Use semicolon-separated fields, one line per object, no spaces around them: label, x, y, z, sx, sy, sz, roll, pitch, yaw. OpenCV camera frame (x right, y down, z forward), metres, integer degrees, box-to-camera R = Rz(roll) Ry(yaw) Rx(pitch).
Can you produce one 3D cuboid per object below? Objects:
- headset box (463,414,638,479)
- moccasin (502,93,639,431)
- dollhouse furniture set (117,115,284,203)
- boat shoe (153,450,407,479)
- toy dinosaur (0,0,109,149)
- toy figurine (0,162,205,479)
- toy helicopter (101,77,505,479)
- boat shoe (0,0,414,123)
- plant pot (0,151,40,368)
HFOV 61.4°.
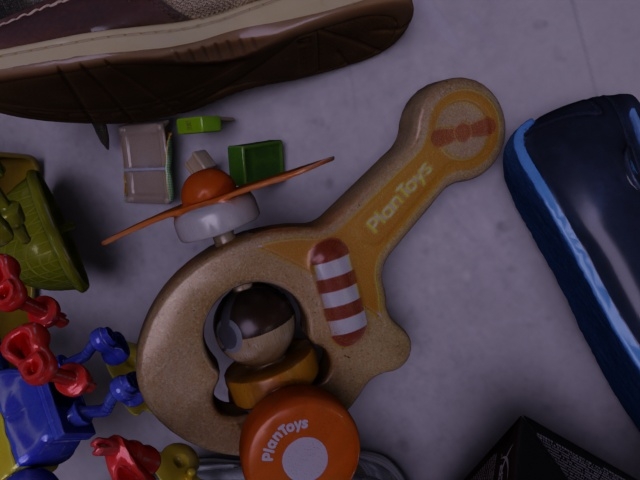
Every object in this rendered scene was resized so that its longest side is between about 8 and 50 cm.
headset box;0.161;0.299;0.381;0.218;0.110;0.293;29;124;8
moccasin;0.255;0.051;0.378;0.116;0.138;0.342;-27;90;7
dollhouse furniture set;-0.112;-0.074;0.493;0.151;0.058;0.076;3;103;30
boat shoe;-0.083;0.244;0.454;0.319;0.103;0.118;-11;69;9
toy dinosaur;-0.238;-0.241;0.470;0.160;0.121;0.314;-4;117;9
toy figurine;-0.259;0.114;0.391;0.217;0.191;0.363;-31;69;-6
toy helicopter;0.000;0.000;0.418;0.235;0.140;0.355;44;84;-13
boat shoe;-0.104;-0.183;0.419;0.341;0.123;0.123;-15;85;-3
plant pot;-0.406;0.018;0.471;0.187;0.212;0.213;6;95;21
